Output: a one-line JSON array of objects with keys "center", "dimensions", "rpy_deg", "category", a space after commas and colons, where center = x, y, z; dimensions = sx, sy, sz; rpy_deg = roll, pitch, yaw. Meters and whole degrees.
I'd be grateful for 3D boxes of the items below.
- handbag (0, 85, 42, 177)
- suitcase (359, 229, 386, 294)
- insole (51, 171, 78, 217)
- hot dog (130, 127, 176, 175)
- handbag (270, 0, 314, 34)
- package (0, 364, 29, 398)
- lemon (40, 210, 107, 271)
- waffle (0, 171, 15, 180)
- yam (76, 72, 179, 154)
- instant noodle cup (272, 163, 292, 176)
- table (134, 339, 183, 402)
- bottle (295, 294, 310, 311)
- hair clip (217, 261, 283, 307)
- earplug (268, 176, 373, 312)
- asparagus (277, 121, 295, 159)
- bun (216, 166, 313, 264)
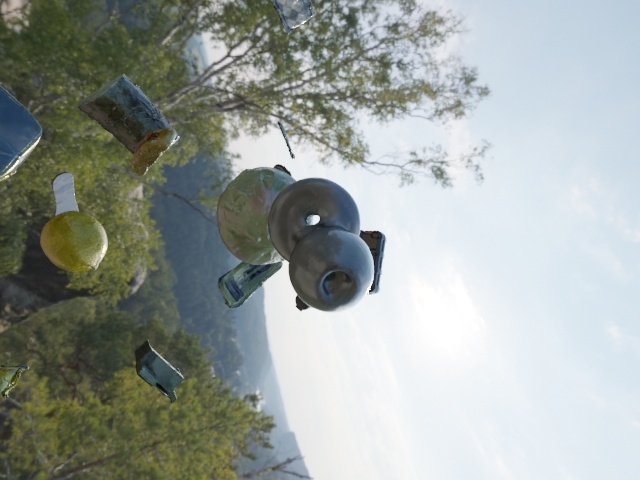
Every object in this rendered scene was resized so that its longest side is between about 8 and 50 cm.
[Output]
[{"center": [-0.799, -0.245, 0.899], "dimensions": [0.263, 0.241, 0.222], "rpy_deg": [51, 46, -46], "category": "handbag"}, {"center": [0.063, 0.062, 1.349], "dimensions": [0.066, 0.286, 0.206], "rpy_deg": [32, 66, -60], "category": "suitcase"}, {"center": [-1.048, -0.136, 1.699], "dimensions": [0.009, 0.119, 0.348], "rpy_deg": [34, -49, 11], "category": "insole"}, {"center": [-0.574, -0.303, 1.396], "dimensions": [0.243, 0.073, 0.084], "rpy_deg": [-28, -134, 38], "category": "hot dog"}, {"center": [-0.195, -0.952, 1.405], "dimensions": [0.416, 0.180, 0.317], "rpy_deg": [56, 8, 14], "category": "handbag"}, {"center": [-1.272, 0.533, 1.587], "dimensions": [0.168, 0.227, 0.090], "rpy_deg": [-104, -153, -60], "category": "package"}, {"center": [-0.755, 0.005, 1.285], "dimensions": [0.203, 0.178, 0.178], "rpy_deg": [54, -11, -5], "category": "lemon"}, {"center": [-0.987, -0.207, 1.076], "dimensions": [0.324, 0.261, 0.151], "rpy_deg": [-51, 154, -49], "category": "waffle"}, {"center": [-0.749, -0.475, 1.649], "dimensions": [0.348, 0.241, 0.241], "rpy_deg": [46, 3, -27], "category": "yam"}, {"center": [-0.211, -0.225, 1.768], "dimensions": [0.177, 0.126, 0.208], "rpy_deg": [56, -32, 21], "category": "instant noodle cup"}, {"center": [-0.496, 0.400, 1.281], "dimensions": [0.146, 0.062, 0.175], "rpy_deg": [53, -18, -23], "category": "table"}, {"center": [0.001, 0.194, 1.508], "dimensions": [0.072, 0.245, 0.082], "rpy_deg": [43, -62, 21], "category": "bottle"}, {"center": [-0.276, 0.131, 1.590], "dimensions": [0.091, 0.321, 0.138], "rpy_deg": [-13, -70, 43], "category": "hair clip"}, {"center": [0.003, 0.006, 0.908], "dimensions": [0.175, 0.214, 0.325], "rpy_deg": [66, 2, -60], "category": "earplug"}, {"center": [-0.088, -0.259, 1.093], "dimensions": [0.166, 0.013, 0.016], "rpy_deg": [67, 10, -65], "category": "asparagus"}, {"center": [-0.146, -0.065, 1.180], "dimensions": [0.187, 0.294, 0.292], "rpy_deg": [-170, -112, -69], "category": "bun"}]
